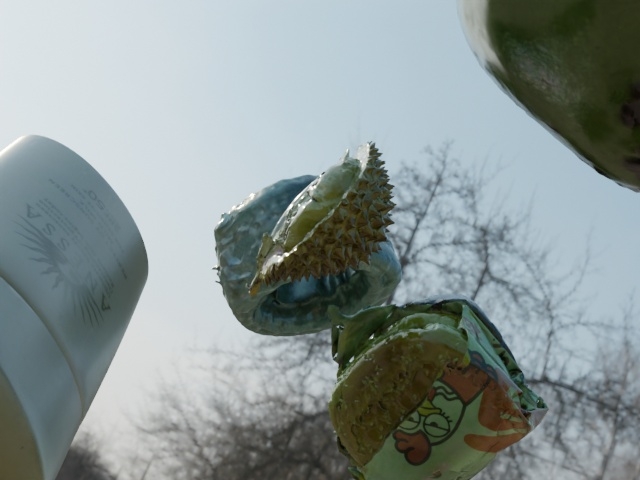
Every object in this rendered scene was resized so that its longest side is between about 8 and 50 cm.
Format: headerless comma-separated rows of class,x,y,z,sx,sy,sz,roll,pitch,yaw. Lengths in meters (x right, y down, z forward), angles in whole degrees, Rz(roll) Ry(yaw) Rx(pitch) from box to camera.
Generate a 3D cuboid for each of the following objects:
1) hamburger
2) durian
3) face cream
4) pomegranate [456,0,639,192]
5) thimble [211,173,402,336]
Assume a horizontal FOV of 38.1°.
hamburger,0.093,0.155,0.967,0.235,0.214,0.125,53,13,-2
durian,0.000,0.000,0.939,0.208,0.146,0.102,-41,-78,20
face cream,-0.212,0.035,0.666,0.173,0.081,0.348,55,11,-16
pomegranate,0.198,-0.134,0.465,0.254,0.254,0.270,8,-32,37
thimble,-0.024,0.021,1.185,0.235,0.143,0.198,-7,-34,-18
